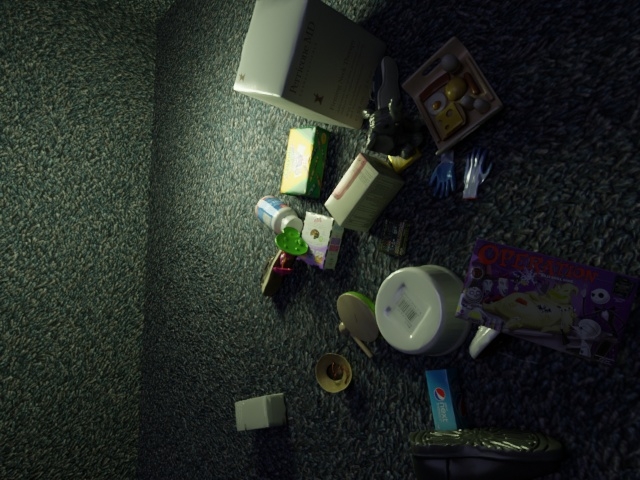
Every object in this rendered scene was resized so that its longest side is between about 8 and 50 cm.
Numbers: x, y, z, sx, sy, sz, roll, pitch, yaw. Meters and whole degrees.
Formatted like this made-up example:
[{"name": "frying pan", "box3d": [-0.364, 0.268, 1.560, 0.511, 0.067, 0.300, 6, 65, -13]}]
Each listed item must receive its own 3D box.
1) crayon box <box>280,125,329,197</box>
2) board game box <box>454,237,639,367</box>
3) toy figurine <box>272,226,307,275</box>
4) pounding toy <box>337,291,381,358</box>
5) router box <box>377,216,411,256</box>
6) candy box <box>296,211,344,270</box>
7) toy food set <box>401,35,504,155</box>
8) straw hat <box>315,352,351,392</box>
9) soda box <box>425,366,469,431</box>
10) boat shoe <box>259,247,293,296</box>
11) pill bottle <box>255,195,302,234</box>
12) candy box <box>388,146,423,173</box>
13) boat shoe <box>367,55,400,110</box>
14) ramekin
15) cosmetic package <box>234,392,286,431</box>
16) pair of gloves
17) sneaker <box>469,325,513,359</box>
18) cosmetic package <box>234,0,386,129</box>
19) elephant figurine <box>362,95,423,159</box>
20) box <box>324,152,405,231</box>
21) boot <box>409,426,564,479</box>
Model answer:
[{"name": "crayon box", "box3d": [-0.065, -0.321, 1.772, 0.165, 0.081, 0.279, 10, 92, 47]}, {"name": "board game box", "box3d": [0.518, 0.137, 1.012, 0.346, 0.056, 0.208, 15, 88, 23]}, {"name": "toy figurine", "box3d": [-0.138, 0.057, 1.690, 0.173, 0.130, 0.159, -98, 27, -52]}, {"name": "pounding toy", "box3d": [0.156, 0.255, 1.460, 0.182, 0.110, 0.237, 34, 138, 32]}, {"name": "router box", "box3d": [0.246, -0.013, 1.430, 0.092, 0.038, 0.123, 14, 95, 47]}, {"name": "candy box", "box3d": [0.000, 0.000, 1.664, 0.164, 0.070, 0.197, 19, 98, 47]}, {"name": "toy food set", "box3d": [0.384, -0.435, 1.298, 0.219, 0.092, 0.306, -38, 55, 35]}, {"name": "straw hat", "box3d": [0.059, 0.470, 1.539, 0.144, 0.061, 0.145, -4, 82, 29]}, {"name": "soda box", "box3d": [0.362, 0.471, 1.214, 0.071, 0.067, 0.210, -22, 69, 42]}, {"name": "boat shoe", "box3d": [-0.194, 0.107, 1.833, 0.092, 0.102, 0.285, 44, 121, 35]}, {"name": "pill bottle", "box3d": [-0.172, -0.097, 1.821, 0.221, 0.124, 0.124, 35, 109, 42]}, {"name": "candy box", "box3d": [0.263, -0.340, 1.468, 0.105, 0.027, 0.206, -41, 56, 35]}, {"name": "boat shoe", "box3d": [0.217, -0.518, 1.490, 0.079, 0.095, 0.255, -28, 56, 55]}, {"name": "ramekin", "box3d": [0.294, 0.207, 1.276, 0.277, 0.135, 0.278, -9, 78, 45]}, {"name": "cosmetic package", "box3d": [-0.253, 0.723, 1.800, 0.238, 0.107, 0.127, -33, 59, 42]}, {"name": "pair of gloves", "box3d": [0.418, -0.202, 1.289, 0.198, 0.023, 0.160, 11, 92, 47]}, {"name": "sneaker", "box3d": [0.472, 0.178, 1.126, 0.290, 0.105, 0.123, -54, 46, 11]}, {"name": "cosmetic package", "box3d": [-0.040, -0.633, 1.566, 0.327, 0.393, 0.330, 28, 105, 45]}, {"name": "elephant figurine", "box3d": [0.201, -0.358, 1.343, 0.186, 0.239, 0.169, -53, 52, 20]}, {"name": "box", "box3d": [0.149, -0.161, 1.474, 0.232, 0.148, 0.127, -54, 50, 26]}, {"name": "boot", "box3d": [0.423, 0.708, 1.048, 0.366, 0.146, 0.446, -10, 82, 25]}]
